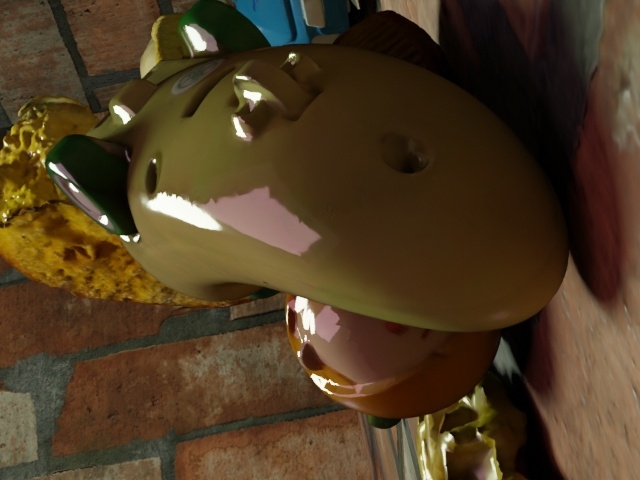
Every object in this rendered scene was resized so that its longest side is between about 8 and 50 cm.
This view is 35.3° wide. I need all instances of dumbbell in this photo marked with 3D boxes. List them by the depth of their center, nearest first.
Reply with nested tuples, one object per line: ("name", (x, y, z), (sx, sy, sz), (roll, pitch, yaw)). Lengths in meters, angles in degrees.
("dumbbell", (0.074, 0.191, 1.312), (0.118, 0.046, 0.052), (-105, 10, -58))

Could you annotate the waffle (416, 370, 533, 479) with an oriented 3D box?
("waffle", (0.101, 0.220, 0.568), (0.307, 0.060, 0.311), (-101, 0, -69))

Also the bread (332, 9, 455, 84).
("bread", (0.043, -0.081, 0.532), (0.085, 0.053, 0.085), (57, 178, 3))

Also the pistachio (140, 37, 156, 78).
("pistachio", (-0.129, -0.207, 1.331), (0.299, 0.188, 0.187), (27, 132, 61))

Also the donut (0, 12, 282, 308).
("donut", (-0.148, -0.072, 1.174), (0.378, 0.435, 0.163), (37, -140, -42))

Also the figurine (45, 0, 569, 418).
("figurine", (0.000, 0.000, 0.494), (0.222, 0.124, 0.325), (51, 161, -26))

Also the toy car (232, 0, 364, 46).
("toy car", (-0.061, -0.284, 0.840), (0.198, 0.166, 0.314), (75, -179, -52))

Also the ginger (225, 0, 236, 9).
("ginger", (-0.079, -0.359, 1.419), (0.270, 0.123, 0.218), (68, 177, -75))
